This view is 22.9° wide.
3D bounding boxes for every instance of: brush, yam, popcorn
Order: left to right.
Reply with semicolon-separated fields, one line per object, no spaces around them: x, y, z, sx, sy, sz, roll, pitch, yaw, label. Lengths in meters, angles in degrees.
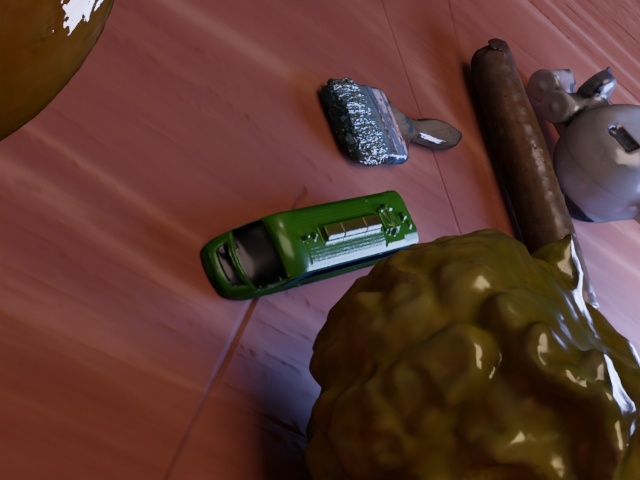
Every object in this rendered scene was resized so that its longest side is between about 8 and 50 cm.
0.062;-0.085;1.205;0.196;0.021;0.070;3;62;-60;brush
0.109;0.109;0.899;0.249;0.225;0.249;38;32;-30;popcorn
0.177;-0.054;1.334;0.046;0.046;0.263;18;50;-52;yam

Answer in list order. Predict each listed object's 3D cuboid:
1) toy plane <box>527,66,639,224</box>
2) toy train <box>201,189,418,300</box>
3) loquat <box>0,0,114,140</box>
0.284;-0.066;1.447;0.252;0.118;0.252;34;25;-18;toy plane
0.000;0.000;1.001;0.209;0.042;0.044;-14;77;-61;toy train
-0.195;-0.148;0.597;0.263;0.263;0.263;39;36;-36;loquat
